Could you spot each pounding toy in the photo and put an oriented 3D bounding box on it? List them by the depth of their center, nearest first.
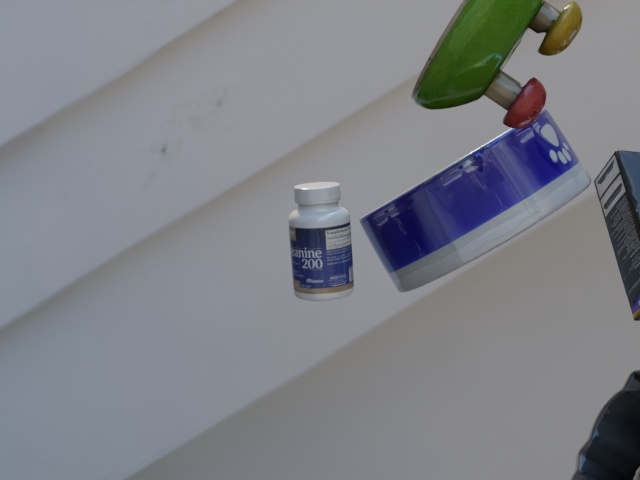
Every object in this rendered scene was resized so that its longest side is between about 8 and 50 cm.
[{"bbox_3d":[0.189,-0.192,0.956,0.110,0.183,0.237,34,41,5],"label":"pounding toy"}]

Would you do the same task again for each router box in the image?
[{"bbox_3d":[0.569,-0.001,1.438,0.081,0.308,0.243,111,-21,-53],"label":"router box"}]

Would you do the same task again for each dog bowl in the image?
[{"bbox_3d":[0.182,-0.048,1.213,0.104,0.265,0.265,60,0,0],"label":"dog bowl"}]

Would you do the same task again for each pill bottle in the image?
[{"bbox_3d":[0.000,0.000,1.085,0.067,0.067,0.120,-120,-155,-78],"label":"pill bottle"}]

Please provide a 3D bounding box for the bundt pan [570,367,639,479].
[{"bbox_3d":[0.408,0.286,1.113,0.124,0.331,0.331,26,7,-11],"label":"bundt pan"}]
